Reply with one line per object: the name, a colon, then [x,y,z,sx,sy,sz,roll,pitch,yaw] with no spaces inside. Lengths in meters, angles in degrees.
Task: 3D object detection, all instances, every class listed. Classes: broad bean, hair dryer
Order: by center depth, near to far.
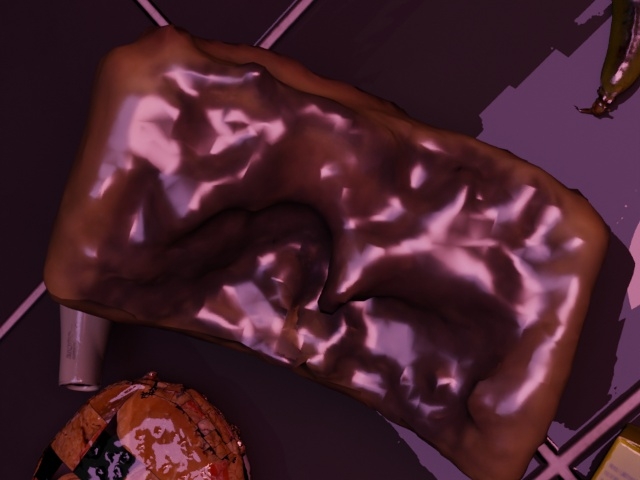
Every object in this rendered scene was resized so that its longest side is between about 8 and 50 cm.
broad bean: [0.267,-0.224,0.841,0.069,0.039,0.226,5,89,27]
hair dryer: [-0.188,0.057,0.963,0.225,0.088,0.218,17,75,15]

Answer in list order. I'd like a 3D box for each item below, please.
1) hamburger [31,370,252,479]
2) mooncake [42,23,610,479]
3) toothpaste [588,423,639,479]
hamburger: [-0.175,0.252,0.948,0.231,0.107,0.230,-4,78,19]
mooncake: [0.000,0.000,0.738,0.393,0.394,0.246,22,92,45]
toothpaste: [0.204,0.310,0.794,0.077,0.110,0.327,32,98,22]
